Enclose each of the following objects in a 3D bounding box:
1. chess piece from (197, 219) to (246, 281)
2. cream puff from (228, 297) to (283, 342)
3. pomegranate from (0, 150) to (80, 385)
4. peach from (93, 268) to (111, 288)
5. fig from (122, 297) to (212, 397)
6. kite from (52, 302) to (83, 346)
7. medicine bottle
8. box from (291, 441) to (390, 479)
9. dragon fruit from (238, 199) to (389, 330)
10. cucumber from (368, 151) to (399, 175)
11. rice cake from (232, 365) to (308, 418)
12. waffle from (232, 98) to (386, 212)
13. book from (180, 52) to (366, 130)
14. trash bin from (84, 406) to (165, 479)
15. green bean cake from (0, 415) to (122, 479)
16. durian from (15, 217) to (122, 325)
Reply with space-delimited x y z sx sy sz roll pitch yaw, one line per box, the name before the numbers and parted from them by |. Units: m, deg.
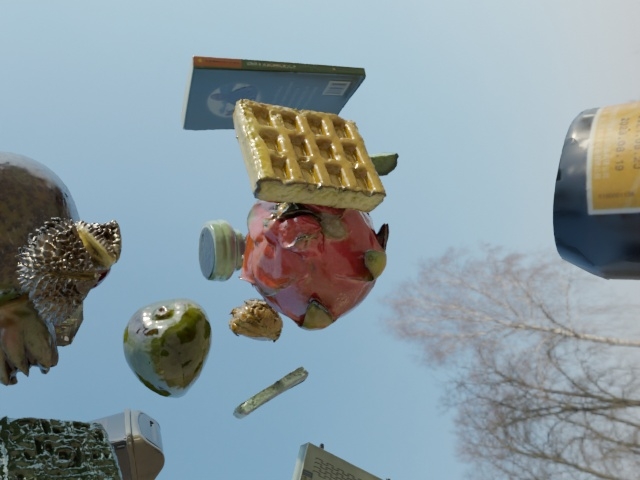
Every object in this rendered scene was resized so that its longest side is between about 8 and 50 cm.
chess piece | -0.134 0.023 1.264 0.271 0.139 0.139 0 -92 -30
cream puff | -0.154 0.190 1.317 0.119 0.133 0.104 60 -141 -65
pomegranate | -0.471 0.042 0.801 0.285 0.285 0.341 -23 -87 -52
peach | -0.491 0.052 1.139 0.101 0.100 0.101 4 -95 -54
fig | -0.342 0.252 1.259 0.203 0.203 0.225 -39 -51 -48
kite | -0.669 0.196 1.268 0.245 0.015 0.141 2 -71 -51
medicine bottle | 0.508 -0.059 0.650 0.242 0.395 0.242 -7 -81 -53
box | 0.051 0.563 1.148 0.270 0.045 0.211 32 -134 -19
dragon fruit | 0.000 0.000 1.067 0.305 0.226 0.305 9 -125 -14
cucumber | 0.139 -0.203 1.470 0.116 0.115 0.062 -12 -80 -18
rice cake | -0.120 0.374 1.344 0.211 0.043 0.034 -26 -112 -32
waffle | -0.024 -0.154 0.986 0.248 0.055 0.221 4 -133 -26
book | -0.115 -0.322 1.235 0.371 0.260 0.043 -3 -106 -21
trash bin | -0.546 0.542 1.375 0.290 0.209 0.182 -8 -78 -19
green bean cake | -0.367 0.326 0.753 0.181 0.173 0.094 24 -80 -39
durian | -0.242 0.014 0.517 0.071 0.140 0.110 41 -100 -23
